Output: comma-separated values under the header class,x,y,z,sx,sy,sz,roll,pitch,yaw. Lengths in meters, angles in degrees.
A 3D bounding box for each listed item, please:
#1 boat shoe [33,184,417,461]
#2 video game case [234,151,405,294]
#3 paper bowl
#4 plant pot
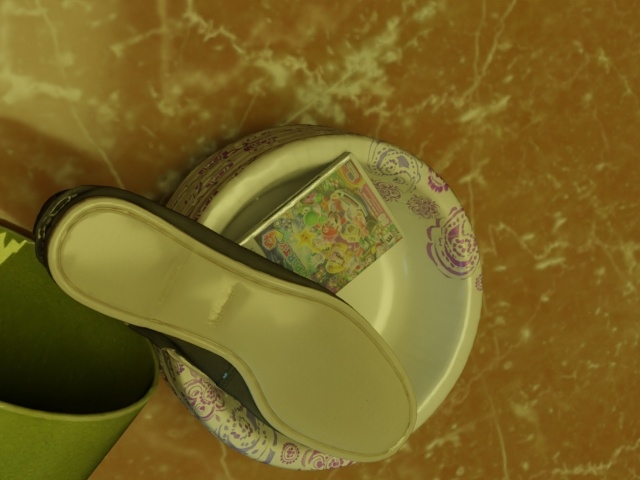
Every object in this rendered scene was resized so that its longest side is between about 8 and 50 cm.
class,x,y,z,sx,sy,sz,roll,pitch,yaw
boat shoe,-0.065,0.055,1.013,0.335,0.095,0.112,34,92,-26
video game case,0.000,0.000,1.067,0.122,0.011,0.087,-39,114,-12
paper bowl,-0.015,0.041,1.156,0.284,0.148,0.284,-5,103,-22
plant pot,-0.310,0.162,1.015,0.275,0.275,0.293,22,109,-26
